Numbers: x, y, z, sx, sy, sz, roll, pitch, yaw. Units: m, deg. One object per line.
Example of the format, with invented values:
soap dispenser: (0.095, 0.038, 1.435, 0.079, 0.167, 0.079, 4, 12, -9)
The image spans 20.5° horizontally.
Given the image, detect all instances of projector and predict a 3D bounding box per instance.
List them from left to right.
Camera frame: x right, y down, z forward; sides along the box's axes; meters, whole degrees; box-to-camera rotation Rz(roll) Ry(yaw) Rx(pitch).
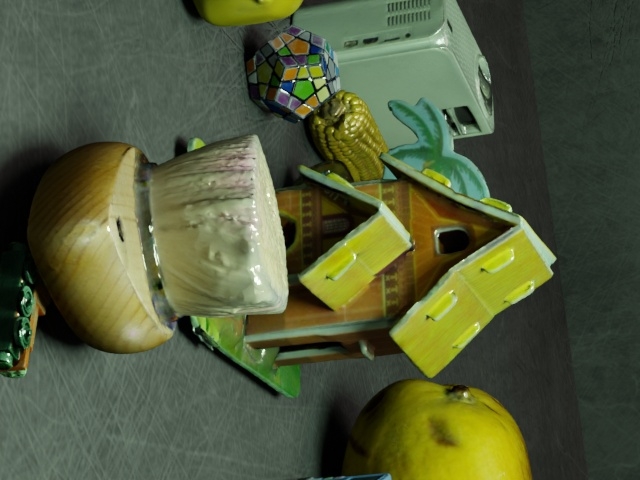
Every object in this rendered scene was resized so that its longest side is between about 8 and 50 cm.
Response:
projector: (0.096, -0.214, 2.221, 0.250, 0.198, 0.108, 52, 35, -58)

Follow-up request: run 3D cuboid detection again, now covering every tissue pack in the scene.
tissue pack: (-0.085, -0.308, 1.806, 0.127, 0.123, 0.178, -49, 130, -67)

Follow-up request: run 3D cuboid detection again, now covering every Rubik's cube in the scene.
Rubik's cube: (-0.031, -0.185, 1.982, 0.111, 0.093, 0.111, -7, 90, -70)

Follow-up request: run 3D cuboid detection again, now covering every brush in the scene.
brush: (-0.125, -0.002, 1.408, 0.267, 0.166, 0.174, 12, 69, -82)

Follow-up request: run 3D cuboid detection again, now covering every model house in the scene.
model house: (0.058, -0.041, 1.811, 0.300, 0.324, 0.340, 47, 38, -63)

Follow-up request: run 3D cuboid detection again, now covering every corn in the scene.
corn: (0.044, -0.109, 2.225, 0.231, 0.080, 0.080, 60, 28, -61)

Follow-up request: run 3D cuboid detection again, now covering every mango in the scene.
mango: (0.135, 0.378, 2.015, 0.301, 0.221, 0.444, 149, -59, -70)

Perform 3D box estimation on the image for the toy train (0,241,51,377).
toy train: (-0.229, 0.055, 1.328, 0.064, 0.044, 0.103, 75, 15, -57)

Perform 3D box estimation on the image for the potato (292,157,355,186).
potato: (0.000, 0.000, 2.021, 0.054, 0.119, 0.197, 5, 78, -32)

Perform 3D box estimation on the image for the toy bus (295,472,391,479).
toy bus: (0.027, 0.367, 1.853, 0.116, 0.134, 0.233, -7, 89, -74)
